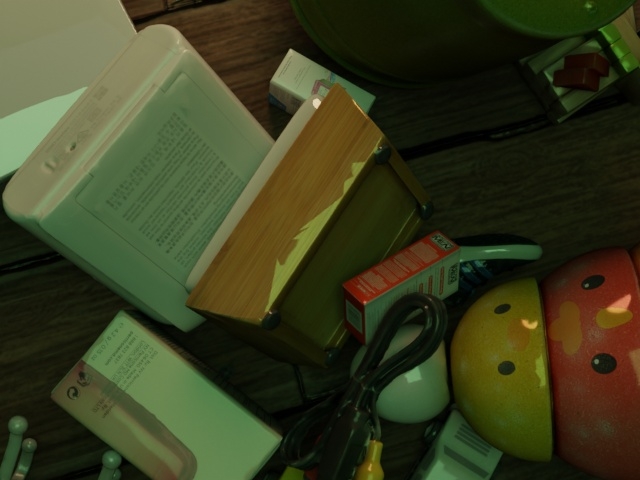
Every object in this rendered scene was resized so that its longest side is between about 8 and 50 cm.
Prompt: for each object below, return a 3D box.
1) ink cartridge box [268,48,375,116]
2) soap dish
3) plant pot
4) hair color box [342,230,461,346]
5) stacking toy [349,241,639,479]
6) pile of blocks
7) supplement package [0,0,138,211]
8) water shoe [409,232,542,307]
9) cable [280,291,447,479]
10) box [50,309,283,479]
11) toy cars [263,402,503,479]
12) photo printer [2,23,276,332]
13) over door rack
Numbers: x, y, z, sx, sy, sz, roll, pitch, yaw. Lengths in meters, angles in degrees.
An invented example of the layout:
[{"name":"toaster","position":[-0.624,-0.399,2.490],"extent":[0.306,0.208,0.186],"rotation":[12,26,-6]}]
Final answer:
[{"name":"ink cartridge box","position":[0.001,-0.174,1.127],"extent":[0.122,0.088,0.052],"rotation":[31,81,-1]},{"name":"soap dish","position":[0.000,0.000,1.038],"extent":[0.118,0.229,0.291],"rotation":[30,83,32]},{"name":"plant pot","position":[0.172,-0.336,0.965],"extent":[0.366,0.353,0.366],"rotation":[-4,104,-17]},{"name":"hair color box","position":[0.093,0.054,1.033],"extent":[0.141,0.072,0.043],"rotation":[-27,47,-24]},{"name":"stacking toy","position":[0.270,0.150,1.026],"extent":[0.480,0.350,0.351],"rotation":[-7,85,9]},{"name":"pile of blocks","position":[0.436,-0.250,1.149],"extent":[0.362,0.112,0.149],"rotation":[-9,85,-5]},{"name":"supplement package","position":[-0.333,-0.185,1.080],"extent":[0.262,0.145,0.204],"rotation":[-28,86,-5]},{"name":"water shoe","position":[0.175,0.041,1.135],"extent":[0.203,0.073,0.080],"rotation":[-6,103,2]},{"name":"cable","position":[0.050,0.182,1.009],"extent":[0.072,0.139,0.287],"rotation":[23,94,-45]},{"name":"box","position":[-0.171,0.199,1.050],"extent":[0.232,0.148,0.127],"rotation":[39,84,1]},{"name":"toy cars","position":[0.052,0.326,1.081],"extent":[0.393,0.087,0.176],"rotation":[-17,86,-5]},{"name":"photo printer","position":[-0.161,-0.049,1.019],"extent":[0.107,0.307,0.256],"rotation":[32,81,41]},{"name":"over door rack","position":[-0.343,0.239,0.946],"extent":[0.239,0.324,0.108],"rotation":[19,84,-1]}]
